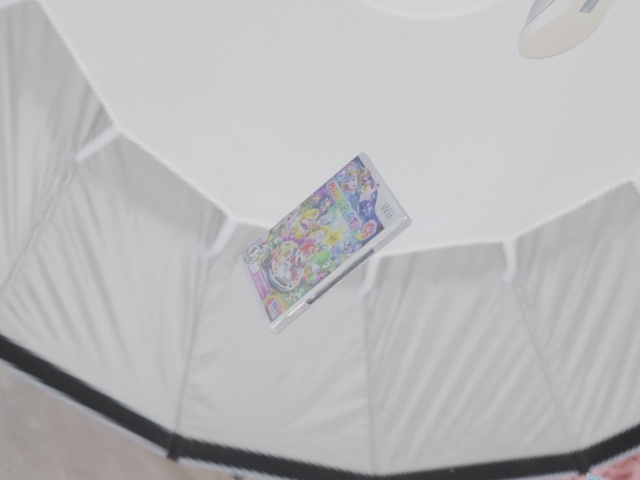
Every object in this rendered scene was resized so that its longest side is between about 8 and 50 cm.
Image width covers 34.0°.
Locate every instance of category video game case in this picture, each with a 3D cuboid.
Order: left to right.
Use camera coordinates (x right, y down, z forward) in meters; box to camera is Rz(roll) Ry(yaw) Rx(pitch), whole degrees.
[{"bbox_3d":[0.000,0.000,0.731,0.011,0.122,0.087,43,12,-38],"label":"video game case"}]

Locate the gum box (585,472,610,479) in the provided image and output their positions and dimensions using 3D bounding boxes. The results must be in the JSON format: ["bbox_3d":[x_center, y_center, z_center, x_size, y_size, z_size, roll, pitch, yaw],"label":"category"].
[{"bbox_3d":[0.401,0.314,1.153,0.157,0.041,0.184,20,-5,-17],"label":"gum box"}]

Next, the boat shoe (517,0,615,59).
[{"bbox_3d":[0.243,-0.245,1.021,0.066,0.184,0.063,0,67,-12],"label":"boat shoe"}]
